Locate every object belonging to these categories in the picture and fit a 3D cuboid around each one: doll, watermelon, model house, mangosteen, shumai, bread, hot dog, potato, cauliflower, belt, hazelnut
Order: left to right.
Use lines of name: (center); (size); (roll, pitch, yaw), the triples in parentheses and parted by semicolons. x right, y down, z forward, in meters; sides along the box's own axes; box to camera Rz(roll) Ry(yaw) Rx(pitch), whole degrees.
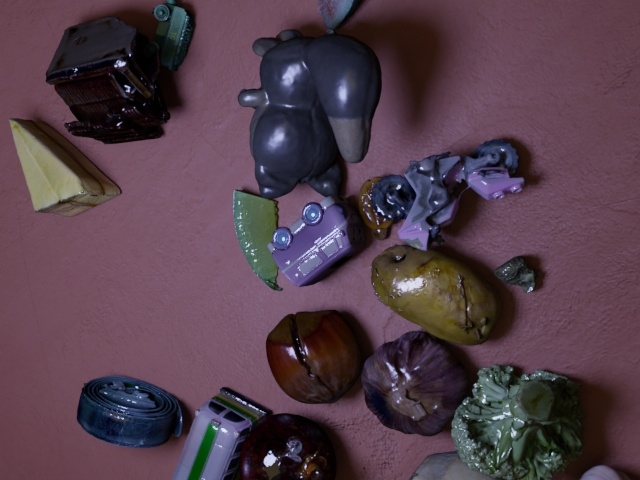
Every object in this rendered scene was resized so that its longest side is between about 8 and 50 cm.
bread: (-0.640, -0.205, 2.053); (0.163, 0.168, 0.264); (-19, 87, 18)
model house: (-0.464, -0.362, 1.963); (0.317, 0.297, 0.282); (-7, 132, 25)
belt: (-0.465, 0.427, 2.024); (0.267, 0.206, 0.116); (17, 103, 10)
mangosteen: (-0.055, 0.509, 1.858); (0.261, 0.235, 0.235); (-7, 93, 55)
doll: (-0.032, -0.250, 1.750); (0.252, 0.378, 0.382); (-9, 107, -15)
hazelnut: (-0.014, 0.266, 1.869); (0.212, 0.181, 0.181); (-23, 46, 9)
watermelon: (0.055, -0.551, 1.827); (0.094, 0.081, 0.180); (49, 144, -10)
hot dog: (0.132, -0.073, 1.859); (0.090, 0.060, 0.140); (-17, 82, 23)
potato: (0.248, 0.109, 1.788); (0.300, 0.140, 0.173); (30, 105, 13)
shumai: (0.423, 0.079, 1.763); (0.083, 0.082, 0.080); (-35, 83, 42)
cauliflower: (0.422, 0.362, 1.683); (0.272, 0.250, 0.275); (23, 57, 8)

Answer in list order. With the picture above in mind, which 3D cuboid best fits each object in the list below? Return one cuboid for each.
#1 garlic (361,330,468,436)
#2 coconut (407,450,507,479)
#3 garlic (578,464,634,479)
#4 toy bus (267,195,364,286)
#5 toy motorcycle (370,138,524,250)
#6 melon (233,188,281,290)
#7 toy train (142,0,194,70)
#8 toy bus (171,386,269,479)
garlic: (0.197, 0.321, 1.812); (0.245, 0.160, 0.245); (3, 97, 28)
coconut: (0.297, 0.609, 1.733); (0.323, 0.323, 0.323); (2, 95, 19)
garlic: (0.566, 0.584, 1.725); (0.226, 0.199, 0.199); (-28, 85, 49)
toy bus: (0.000, 0.000, 1.867); (0.202, 0.142, 0.142); (-39, 76, 19)
toy motorcycle: (0.277, -0.090, 1.750); (0.327, 0.143, 0.188); (-19, 70, 6)
melon: (-0.139, -0.004, 1.972); (0.114, 0.053, 0.261); (-14, 94, 1)
toy train: (-0.364, -0.494, 1.989); (0.099, 0.070, 0.172); (20, 101, 6)
toy bus: (-0.258, 0.531, 1.974); (0.143, 0.179, 0.305); (25, 102, 15)
